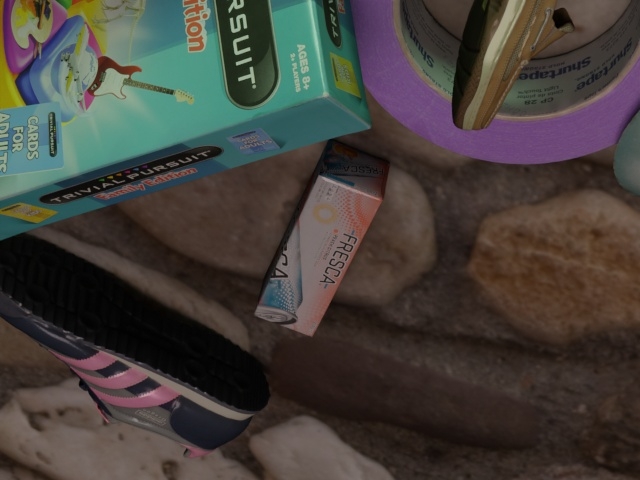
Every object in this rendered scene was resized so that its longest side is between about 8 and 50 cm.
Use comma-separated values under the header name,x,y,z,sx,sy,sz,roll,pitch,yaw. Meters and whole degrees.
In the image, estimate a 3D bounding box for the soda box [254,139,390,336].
name,x,y,z,sx,sy,sz,roll,pitch,yaw
soda box,0.000,0.000,1.298,0.063,0.058,0.183,21,128,-6

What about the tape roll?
name,x,y,z,sx,sy,sz,roll,pitch,yaw
tape roll,0.154,-0.194,1.094,0.275,0.090,0.274,5,128,7

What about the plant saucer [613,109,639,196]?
name,x,y,z,sx,sy,sz,roll,pitch,yaw
plant saucer,0.325,-0.081,1.120,0.195,0.037,0.195,-14,147,-10

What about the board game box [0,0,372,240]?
name,x,y,z,sx,sy,sz,roll,pitch,yaw
board game box,-0.146,-0.164,1.075,0.336,0.253,0.079,-16,161,22

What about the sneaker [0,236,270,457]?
name,x,y,z,sx,sy,sz,roll,pitch,yaw
sneaker,-0.214,0.117,1.399,0.319,0.112,0.131,32,124,-13

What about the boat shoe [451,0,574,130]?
name,x,y,z,sx,sy,sz,roll,pitch,yaw
boat shoe,0.147,-0.156,1.029,0.072,0.068,0.190,8,130,-10
